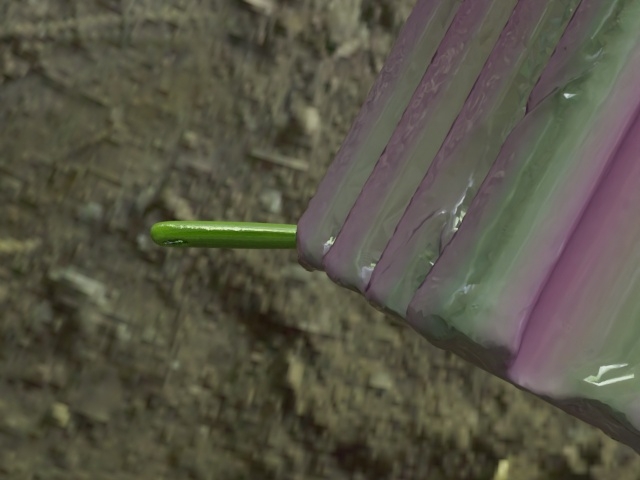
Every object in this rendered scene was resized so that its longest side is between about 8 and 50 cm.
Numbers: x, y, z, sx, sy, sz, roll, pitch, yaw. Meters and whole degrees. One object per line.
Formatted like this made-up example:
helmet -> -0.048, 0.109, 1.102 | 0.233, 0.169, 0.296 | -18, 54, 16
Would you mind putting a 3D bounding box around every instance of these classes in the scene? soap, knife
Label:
soap -> 0.077, -0.062, 0.455 | 0.065, 0.122, 0.203 | 27, 92, -20
knife -> 0.000, 0.000, 1.019 | 0.184, 0.026, 0.022 | 2, 153, -20
